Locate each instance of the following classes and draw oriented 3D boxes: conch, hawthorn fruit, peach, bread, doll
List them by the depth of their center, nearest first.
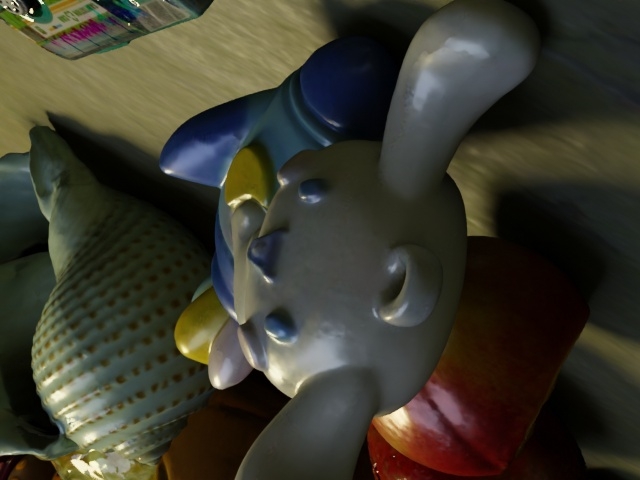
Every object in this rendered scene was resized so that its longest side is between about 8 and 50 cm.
[{"bbox_3d":[-0.006,-0.005,1.358,0.187,0.376,0.365,39,179,-22],"label":"doll"},{"bbox_3d":[0.121,0.093,1.460,0.192,0.190,0.190,34,162,-29],"label":"peach"},{"bbox_3d":[0.113,0.172,1.674,0.235,0.181,0.181,48,158,-1],"label":"hawthorn fruit"},{"bbox_3d":[-0.226,0.072,1.877,0.303,0.319,0.215,-25,147,22],"label":"conch"},{"bbox_3d":[-0.009,0.244,1.886,0.279,0.250,0.225,22,157,38],"label":"bread"}]

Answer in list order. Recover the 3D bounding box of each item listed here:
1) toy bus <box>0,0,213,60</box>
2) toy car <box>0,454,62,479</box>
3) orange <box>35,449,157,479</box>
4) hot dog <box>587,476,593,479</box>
[{"bbox_3d":[-0.160,-0.197,1.437,0.109,0.091,0.262,38,161,-22],"label":"toy bus"},{"bbox_3d":[-0.325,0.424,2.789,0.240,0.271,0.340,-13,133,37],"label":"toy car"},{"bbox_3d":[-0.221,0.165,2.112,0.368,0.210,0.271,46,148,-16],"label":"orange"},{"bbox_3d":[0.279,0.315,1.772,0.227,0.099,0.160,52,-166,-15],"label":"hot dog"}]
